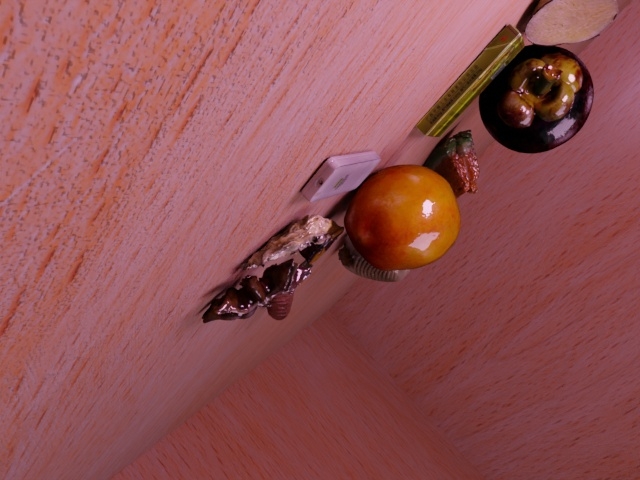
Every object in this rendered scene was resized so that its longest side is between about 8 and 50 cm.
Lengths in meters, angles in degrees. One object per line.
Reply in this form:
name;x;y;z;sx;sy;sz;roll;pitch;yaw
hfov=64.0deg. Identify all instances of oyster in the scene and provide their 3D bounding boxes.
oyster;-0.070;0.001;1.120;0.209;0.071;0.133;-24;177;3

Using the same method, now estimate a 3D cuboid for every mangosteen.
mangosteen;0.572;-0.373;1.392;0.313;0.297;0.297;-44;172;-38

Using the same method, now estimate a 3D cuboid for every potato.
potato;0.586;-0.559;1.205;0.202;0.182;0.117;124;-28;-77

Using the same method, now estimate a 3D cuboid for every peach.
peach;0.210;-0.055;1.354;0.332;0.307;0.308;-19;156;-43

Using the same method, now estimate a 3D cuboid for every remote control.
remote control;0.050;-0.138;1.077;0.103;0.034;0.250;-49;169;28

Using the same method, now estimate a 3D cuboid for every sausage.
sausage;-0.124;0.174;1.560;0.088;0.088;0.433;-40;170;-16

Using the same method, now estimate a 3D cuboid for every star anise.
star anise;-0.143;0.116;1.175;0.288;0.088;0.288;-25;169;-5

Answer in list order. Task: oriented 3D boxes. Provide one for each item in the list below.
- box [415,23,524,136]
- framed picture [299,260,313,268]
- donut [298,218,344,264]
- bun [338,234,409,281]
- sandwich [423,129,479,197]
box;0.379;-0.391;1.294;0.311;0.043;0.173;-48;169;25
framed picture;-0.073;0.109;1.685;0.109;0.011;0.149;-43;170;-3
donut;0.000;0.000;1.380;0.140;0.059;0.140;-42;169;-10
bun;0.216;0.021;1.859;0.281;0.282;0.204;105;8;-71
sandwich;0.461;-0.241;1.830;0.109;0.212;0.292;-23;177;-21
